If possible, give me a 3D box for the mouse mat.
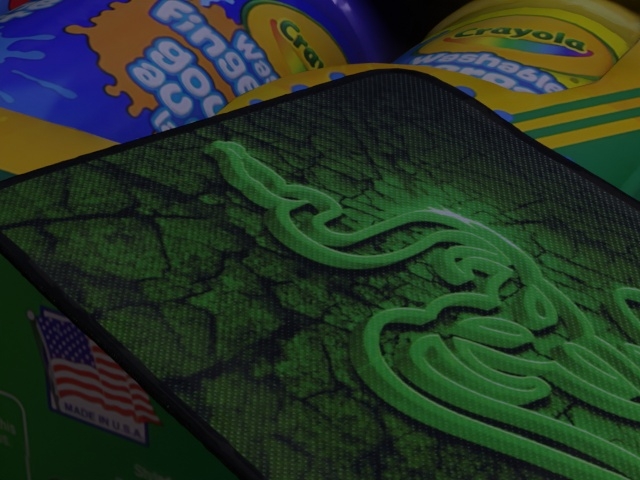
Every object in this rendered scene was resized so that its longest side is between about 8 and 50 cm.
[{"bbox_3d":[0.022,0.010,0.396,0.153,0.007,0.190,-20,41,-33],"label":"mouse mat"}]

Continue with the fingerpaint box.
[{"bbox_3d":[-0.067,-0.037,0.635,0.445,0.163,0.371,17,33,27],"label":"fingerpaint box"}]
